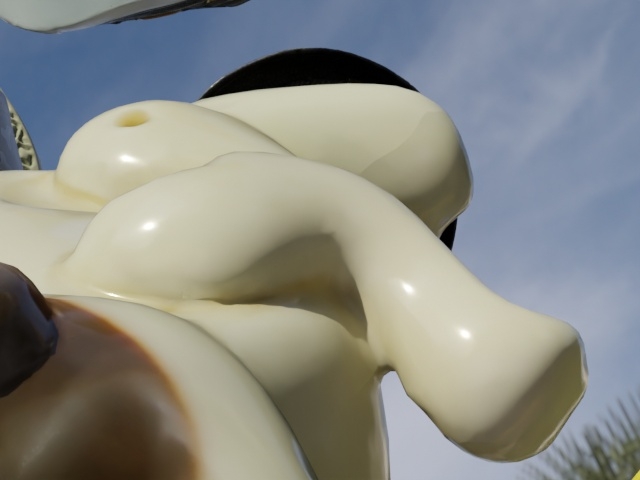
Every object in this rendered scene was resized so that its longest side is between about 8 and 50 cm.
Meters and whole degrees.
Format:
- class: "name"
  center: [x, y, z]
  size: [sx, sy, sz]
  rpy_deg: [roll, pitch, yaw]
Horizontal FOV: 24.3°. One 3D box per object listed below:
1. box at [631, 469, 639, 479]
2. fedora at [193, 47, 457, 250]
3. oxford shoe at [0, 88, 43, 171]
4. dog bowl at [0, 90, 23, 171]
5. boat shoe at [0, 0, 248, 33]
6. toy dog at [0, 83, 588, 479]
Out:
- class: "box"
  center: [0.172, 0.110, 0.561]
  size: [0.179, 0.105, 0.043]
  rpy_deg: [-42, -47, -24]
- class: "fedora"
  center: [0.000, 0.000, 1.293]
  size: [0.334, 0.152, 0.334]
  rpy_deg: [-3, -81, -18]
- class: "oxford shoe"
  center: [-0.336, 0.012, 1.474]
  size: [0.169, 0.449, 0.130]
  rpy_deg: [-25, -2, -36]
- class: "dog bowl"
  center: [-0.377, 0.009, 1.132]
  size: [0.349, 0.102, 0.349]
  rpy_deg: [-28, -5, -3]
- class: "boat shoe"
  center: [-0.114, -0.161, 0.916]
  size: [0.183, 0.065, 0.083]
  rpy_deg: [-3, 1, 27]
- class: "toy dog"
  center: [-0.091, 0.077, 0.552]
  size: [0.395, 0.408, 0.284]
  rpy_deg: [15, -78, -3]
